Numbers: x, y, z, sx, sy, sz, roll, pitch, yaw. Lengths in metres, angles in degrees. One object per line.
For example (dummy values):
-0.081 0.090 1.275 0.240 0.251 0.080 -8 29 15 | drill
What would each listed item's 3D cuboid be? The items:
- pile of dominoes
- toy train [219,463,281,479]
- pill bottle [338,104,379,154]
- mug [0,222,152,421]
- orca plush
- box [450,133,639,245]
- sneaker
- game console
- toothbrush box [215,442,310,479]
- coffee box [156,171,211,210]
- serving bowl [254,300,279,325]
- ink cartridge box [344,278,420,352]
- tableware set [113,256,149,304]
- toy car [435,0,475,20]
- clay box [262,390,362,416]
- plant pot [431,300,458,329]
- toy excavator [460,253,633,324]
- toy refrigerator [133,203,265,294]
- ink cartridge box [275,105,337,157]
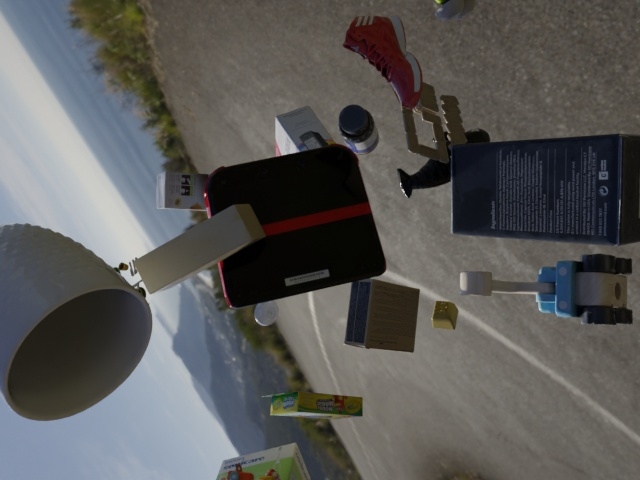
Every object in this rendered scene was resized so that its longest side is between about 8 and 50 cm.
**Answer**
0.272 -0.284 1.584 0.040 0.196 0.251 -44 41 47 | pile of dominoes
-0.138 0.502 1.345 0.166 0.125 0.046 86 -172 -57 | toy train
0.127 -0.379 2.179 0.123 0.123 0.219 54 -176 16 | pill bottle
-0.549 0.133 1.139 0.328 0.374 0.276 33 130 31 | mug
0.334 -0.221 1.667 0.102 0.287 0.151 128 124 -74 | orca plush
0.531 -0.114 1.401 0.395 0.293 0.212 5 99 50 | box
0.108 -0.343 1.232 0.087 0.128 0.221 115 146 -52 | sneaker
-0.064 -0.042 1.518 0.060 0.386 0.342 109 147 -79 | game console
-0.151 0.631 1.518 0.283 0.206 0.122 -77 -32 -70 | toothbrush box
-0.310 -0.130 1.743 0.141 0.246 0.098 -172 83 -67 | coffee box
-0.158 0.219 1.947 0.027 0.083 0.083 5 129 53 | serving bowl
0.181 0.217 1.845 0.088 0.193 0.234 2 170 43 | ink cartridge box
-0.501 0.124 1.658 0.024 0.104 0.154 25 -141 -58 | tableware set
0.328 -0.635 1.566 0.136 0.182 0.159 -29 90 39 | toy car
-0.021 0.405 1.572 0.127 0.222 0.053 -27 58 52 | clay box
0.427 0.251 2.221 0.081 0.081 0.083 2 145 25 | plant pot
0.747 0.164 2.125 0.445 0.433 0.222 -5 81 44 | toy excavator
-0.267 0.014 1.415 0.094 0.269 0.102 62 -166 2 | toy refrigerator
-0.026 -0.245 2.070 0.306 0.131 0.226 57 158 26 | ink cartridge box
